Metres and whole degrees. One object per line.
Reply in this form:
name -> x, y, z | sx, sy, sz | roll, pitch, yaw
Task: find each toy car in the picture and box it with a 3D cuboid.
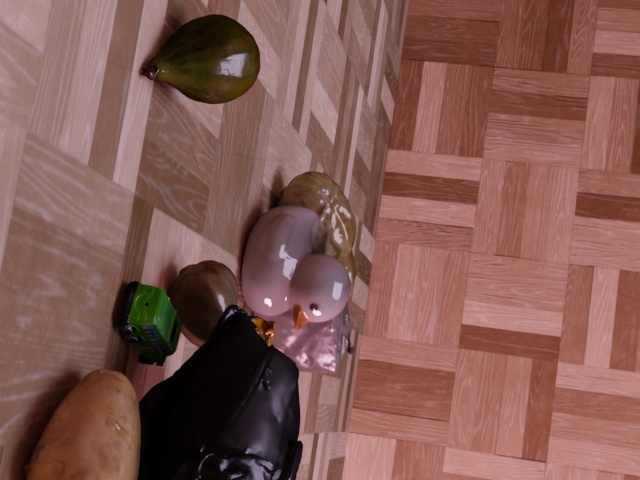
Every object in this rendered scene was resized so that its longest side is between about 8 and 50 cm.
toy car -> -0.233, 0.120, 1.506 | 0.165, 0.062, 0.071 | 77, 22, -60

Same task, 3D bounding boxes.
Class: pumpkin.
pumpkin -> -0.142, 0.197, 1.909 | 0.183, 0.107, 0.119 | -67, 170, -78

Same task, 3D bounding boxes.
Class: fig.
fig -> -0.177, -0.240, 1.512 | 0.185, 0.133, 0.126 | -33, 161, -25

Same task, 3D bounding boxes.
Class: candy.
candy -> -0.034, 0.181, 2.233 | 0.137, 0.195, 0.185 | -71, 160, -56

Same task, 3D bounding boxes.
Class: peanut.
peanut -> -0.005, -0.002, 2.312 | 0.340, 0.174, 0.158 | 88, 16, -48

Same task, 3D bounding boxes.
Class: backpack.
backpack -> -0.150, 0.318, 1.490 | 0.363, 0.254, 0.446 | 110, -2, -56

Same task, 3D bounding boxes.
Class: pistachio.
pistachio -> -0.175, 0.102, 1.656 | 0.108, 0.126, 0.185 | -33, 157, -23

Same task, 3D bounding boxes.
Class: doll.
doll -> -0.038, 0.054, 2.086 | 0.221, 0.221, 0.251 | 77, 23, -61

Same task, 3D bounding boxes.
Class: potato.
potato -> -0.274, 0.253, 1.254 | 0.161, 0.128, 0.235 | 113, -15, -65
